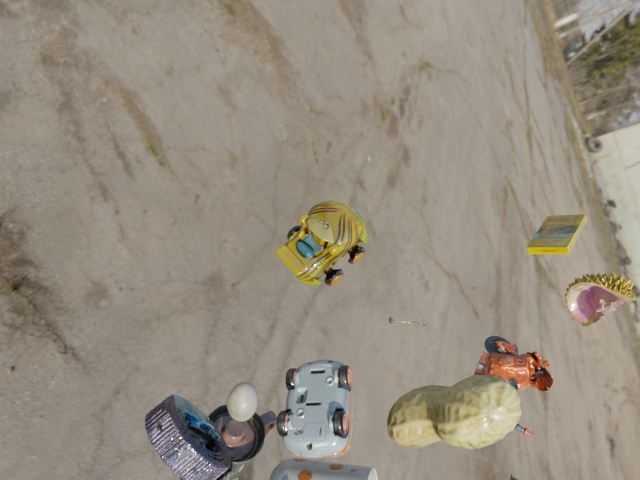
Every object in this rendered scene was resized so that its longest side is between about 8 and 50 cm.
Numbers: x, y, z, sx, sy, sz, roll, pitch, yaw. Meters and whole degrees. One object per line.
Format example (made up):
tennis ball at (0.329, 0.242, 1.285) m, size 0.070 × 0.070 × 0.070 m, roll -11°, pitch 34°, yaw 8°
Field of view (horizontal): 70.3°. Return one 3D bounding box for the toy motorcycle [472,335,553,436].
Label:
toy motorcycle at (0.577, 0.432, 1.378) m, size 0.326 × 0.221 × 0.147 m, roll -45°, pitch 150°, yaw -44°

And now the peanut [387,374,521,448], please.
peanut at (0.252, 0.350, 0.907) m, size 0.136 × 0.298 × 0.120 m, roll -33°, pitch 92°, yaw -47°

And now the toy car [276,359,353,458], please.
toy car at (0.009, 0.476, 1.251) m, size 0.270 × 0.181 × 0.212 m, roll -80°, pitch 156°, yaw -44°

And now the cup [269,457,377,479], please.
cup at (0.004, 0.799, 1.415) m, size 0.212 × 0.318 × 0.212 m, roll 0°, pitch 90°, yaw -71°

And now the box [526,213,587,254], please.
box at (0.541, -0.015, 1.037) m, size 0.155 × 0.087 × 0.023 m, roll -39°, pitch 119°, yaw -38°

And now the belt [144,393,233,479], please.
belt at (-0.414, 0.628, 1.434) m, size 0.324 × 0.122 × 0.260 m, roll 53°, pitch -5°, yaw -30°

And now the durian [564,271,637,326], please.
durian at (0.811, 0.164, 1.323) m, size 0.182 × 0.165 × 0.132 m, roll 56°, pitch 34°, yaw -53°

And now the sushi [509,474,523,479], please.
sushi at (0.561, 0.639, 1.027) m, size 0.294 × 0.292 × 0.059 m, roll 36°, pitch 73°, yaw -3°

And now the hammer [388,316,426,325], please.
hammer at (0.281, 0.265, 1.464) m, size 0.029 × 0.123 × 0.014 m, roll -86°, pitch -176°, yaw -58°

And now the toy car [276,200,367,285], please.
toy car at (0.000, 0.000, 1.201) m, size 0.200 × 0.248 × 0.142 m, roll 44°, pitch 1°, yaw 23°

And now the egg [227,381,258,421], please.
egg at (-0.264, 0.546, 1.542) m, size 0.103 × 0.103 × 0.134 m, roll 3°, pitch 98°, yaw -54°

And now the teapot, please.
teapot at (-0.346, 0.820, 1.784) m, size 0.376 × 0.361 × 0.305 m, roll -12°, pitch 50°, yaw -43°
